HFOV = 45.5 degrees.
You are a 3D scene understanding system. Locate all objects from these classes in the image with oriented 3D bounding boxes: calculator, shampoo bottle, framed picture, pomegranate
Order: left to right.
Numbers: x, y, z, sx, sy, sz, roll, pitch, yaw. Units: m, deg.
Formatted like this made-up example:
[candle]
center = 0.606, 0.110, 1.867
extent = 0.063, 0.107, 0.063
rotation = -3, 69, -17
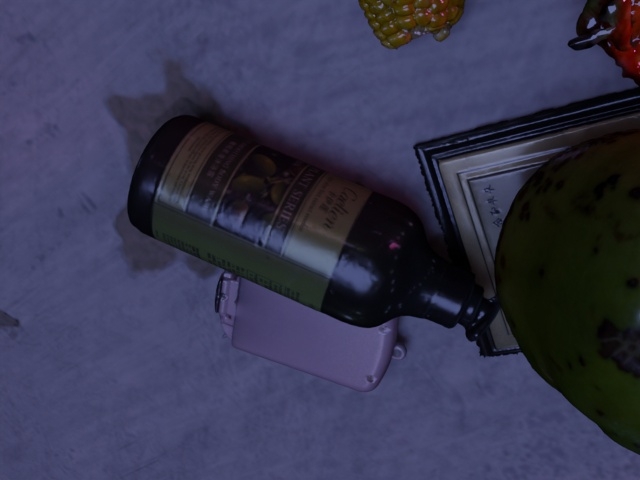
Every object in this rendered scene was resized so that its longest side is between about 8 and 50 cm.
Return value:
[calculator]
center = -0.010, 0.070, 0.656
extent = 0.175, 0.032, 0.100
rotation = 18, 121, 10
[shampoo bottle]
center = 0.000, 0.000, 0.577
extent = 0.284, 0.101, 0.101
rotation = 24, 121, 7
[framed picture]
center = 0.186, -0.004, 0.561
extent = 0.199, 0.010, 0.195
rotation = -12, 110, 24
[pomegranate]
center = 0.227, 0.004, 0.447
extent = 0.214, 0.214, 0.248
rotation = 40, 87, -3

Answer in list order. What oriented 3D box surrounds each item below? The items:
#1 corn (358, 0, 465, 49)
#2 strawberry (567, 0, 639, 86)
[corn]
center = 0.034, -0.232, 0.460
extent = 0.080, 0.080, 0.238
rotation = -6, 116, 22
[strawberry]
center = 0.259, -0.149, 0.424
extent = 0.208, 0.087, 0.167
rotation = 21, 130, -1
